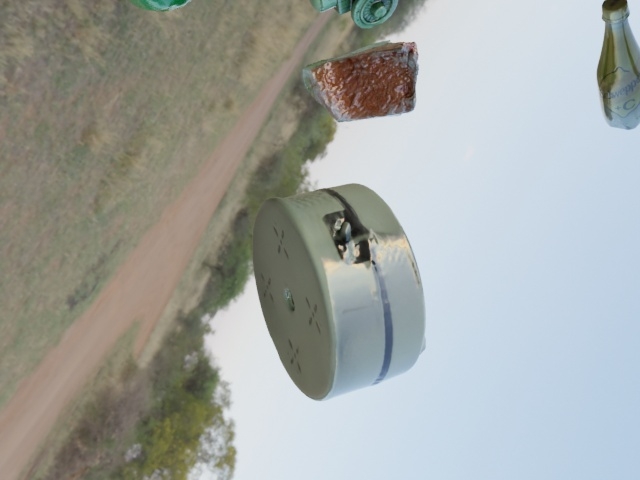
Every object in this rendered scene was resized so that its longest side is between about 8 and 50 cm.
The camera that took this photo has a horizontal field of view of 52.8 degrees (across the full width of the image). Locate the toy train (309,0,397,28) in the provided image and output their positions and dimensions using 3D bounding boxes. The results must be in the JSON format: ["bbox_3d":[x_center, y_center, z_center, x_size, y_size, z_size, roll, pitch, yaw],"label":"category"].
[{"bbox_3d":[0.096,-0.331,0.676,0.248,0.101,0.159,-27,154,-8],"label":"toy train"}]

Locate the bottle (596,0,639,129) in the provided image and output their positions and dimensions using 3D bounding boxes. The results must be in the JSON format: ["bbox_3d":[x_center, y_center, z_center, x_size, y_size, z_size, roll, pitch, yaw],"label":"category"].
[{"bbox_3d":[0.502,-0.293,1.081,0.083,0.269,0.083,-16,-127,22],"label":"bottle"}]

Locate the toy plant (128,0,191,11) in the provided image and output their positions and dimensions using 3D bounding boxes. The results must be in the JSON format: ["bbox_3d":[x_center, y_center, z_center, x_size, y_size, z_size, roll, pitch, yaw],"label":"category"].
[{"bbox_3d":[-0.166,-0.293,0.641,0.143,0.201,0.105,-51,162,-31],"label":"toy plant"}]

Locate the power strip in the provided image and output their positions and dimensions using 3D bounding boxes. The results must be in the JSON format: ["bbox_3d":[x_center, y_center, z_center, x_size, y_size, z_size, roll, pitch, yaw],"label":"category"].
[{"bbox_3d":[0.022,0.074,1.043,0.357,0.162,0.357,167,-90,-68],"label":"power strip"}]

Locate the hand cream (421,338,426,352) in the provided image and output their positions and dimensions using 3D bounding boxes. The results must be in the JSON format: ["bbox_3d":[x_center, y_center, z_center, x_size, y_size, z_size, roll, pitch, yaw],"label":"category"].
[{"bbox_3d":[0.143,0.211,1.486,0.124,0.341,0.077,-31,-127,28],"label":"hand cream"}]

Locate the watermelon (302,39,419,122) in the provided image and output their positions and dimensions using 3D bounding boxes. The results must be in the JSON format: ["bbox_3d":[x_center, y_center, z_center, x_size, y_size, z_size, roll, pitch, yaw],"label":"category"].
[{"bbox_3d":[0.081,-0.191,0.768,0.158,0.097,0.121,-6,-159,42],"label":"watermelon"}]
